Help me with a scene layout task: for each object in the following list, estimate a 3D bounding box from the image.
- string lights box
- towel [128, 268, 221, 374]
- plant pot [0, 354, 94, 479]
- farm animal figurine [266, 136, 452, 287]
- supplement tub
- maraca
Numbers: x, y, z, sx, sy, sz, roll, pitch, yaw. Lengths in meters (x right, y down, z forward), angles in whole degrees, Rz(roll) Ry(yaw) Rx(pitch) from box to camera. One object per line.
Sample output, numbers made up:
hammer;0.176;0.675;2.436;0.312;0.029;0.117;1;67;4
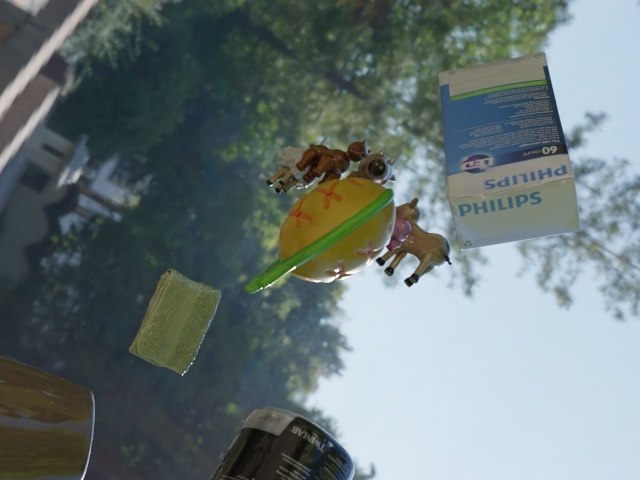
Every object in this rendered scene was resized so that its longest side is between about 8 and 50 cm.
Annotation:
string lights box;0.209;-0.108;1.211;0.260;0.133;0.077;-85;162;-50
towel;-0.224;0.128;1.663;0.027;0.110;0.148;20;-95;61
plant pot;-0.453;0.271;1.536;0.263;0.229;0.263;-171;-90;-71
farm animal figurine;0.091;-0.076;2.037;0.172;0.330;0.326;-46;-165;-20
supplement tub;-0.098;0.427;1.602;0.316;0.193;0.193;-57;-172;-28
maraca;0.000;0.000;1.122;0.185;0.099;0.127;-34;-179;8
